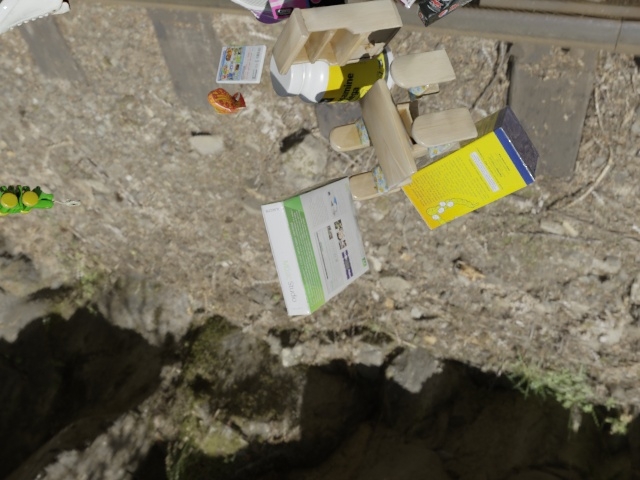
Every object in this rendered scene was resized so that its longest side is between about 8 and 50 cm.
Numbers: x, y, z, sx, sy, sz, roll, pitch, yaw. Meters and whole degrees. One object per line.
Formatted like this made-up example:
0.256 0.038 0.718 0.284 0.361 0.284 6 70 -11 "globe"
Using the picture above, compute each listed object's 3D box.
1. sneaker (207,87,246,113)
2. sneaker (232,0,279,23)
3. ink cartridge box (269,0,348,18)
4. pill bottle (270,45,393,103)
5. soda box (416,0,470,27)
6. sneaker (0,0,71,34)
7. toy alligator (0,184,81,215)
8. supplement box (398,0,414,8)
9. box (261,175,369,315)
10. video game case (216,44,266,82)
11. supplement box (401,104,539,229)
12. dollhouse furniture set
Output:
-0.246 -0.344 1.568 0.067 0.175 0.064 -24 89 16 "sneaker"
-0.233 -0.810 2.113 0.282 0.102 0.161 12 173 -30 "sneaker"
-0.056 -0.650 1.302 0.175 0.069 0.371 -2 142 12 "ink cartridge box"
0.033 -0.494 1.793 0.188 0.333 0.188 29 123 56 "pill bottle"
0.352 -0.664 1.708 0.053 0.169 0.060 59 179 8 "soda box"
-0.640 -0.525 1.381 0.290 0.106 0.123 -37 134 13 "sneaker"
-0.558 -0.084 1.185 0.056 0.189 0.051 -25 80 47 "toy alligator"
0.190 -0.764 1.690 0.239 0.073 0.130 38 108 -6 "supplement box"
0.000 0.000 1.334 0.058 0.322 0.232 -9 99 27 "box"
-0.183 -0.405 1.420 0.122 0.087 0.011 9 177 30 "video game case"
0.451 -0.217 1.879 0.356 0.194 0.195 -27 107 35 "supplement box"
0.088 -0.309 1.376 0.362 0.256 0.394 -34 73 66 "dollhouse furniture set"
